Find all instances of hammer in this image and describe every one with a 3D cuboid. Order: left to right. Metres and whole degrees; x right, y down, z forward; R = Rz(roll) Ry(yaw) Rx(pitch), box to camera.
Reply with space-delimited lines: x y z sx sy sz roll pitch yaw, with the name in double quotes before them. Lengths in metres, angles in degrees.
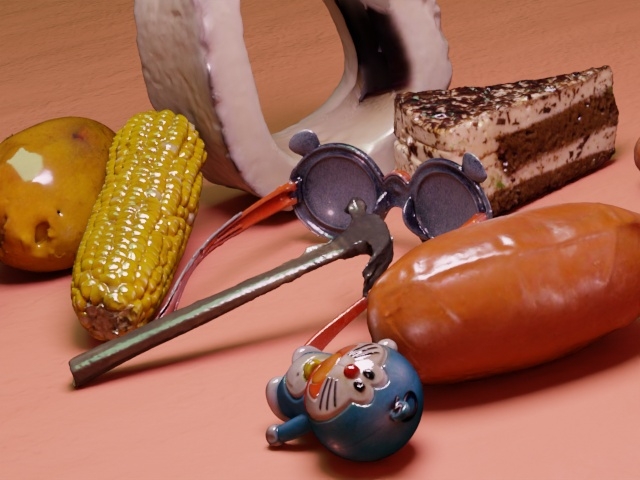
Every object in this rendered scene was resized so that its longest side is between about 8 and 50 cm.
"hammer" -0.077 0.051 1.526 0.297 0.027 0.125 -23 33 -5

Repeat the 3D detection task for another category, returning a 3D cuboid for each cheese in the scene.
"cheese" -0.029 -0.205 1.849 0.292 0.332 0.153 -32 30 -24

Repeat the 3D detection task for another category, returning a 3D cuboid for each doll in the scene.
"doll" 0.020 0.116 1.338 0.114 0.085 0.152 -50 27 -17

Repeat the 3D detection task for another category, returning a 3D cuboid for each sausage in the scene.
"sausage" 0.155 0.040 1.426 0.258 0.133 0.133 -13 21 -19

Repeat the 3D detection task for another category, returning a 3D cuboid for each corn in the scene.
"corn" -0.170 -0.011 1.681 0.102 0.102 0.313 -3 37 12

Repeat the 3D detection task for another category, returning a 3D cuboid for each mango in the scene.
"mango" -0.260 -0.051 1.822 0.156 0.151 0.248 35 19 6

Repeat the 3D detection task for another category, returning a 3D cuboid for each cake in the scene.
"cake" 0.203 -0.093 1.793 0.246 0.112 0.135 -8 23 -11

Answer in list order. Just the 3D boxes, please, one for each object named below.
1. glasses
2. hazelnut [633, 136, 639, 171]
"glasses" 0.000 0.000 1.606 0.234 0.118 0.268 12 29 35
"hazelnut" 0.349 -0.083 1.771 0.086 0.086 0.086 -7 20 2
